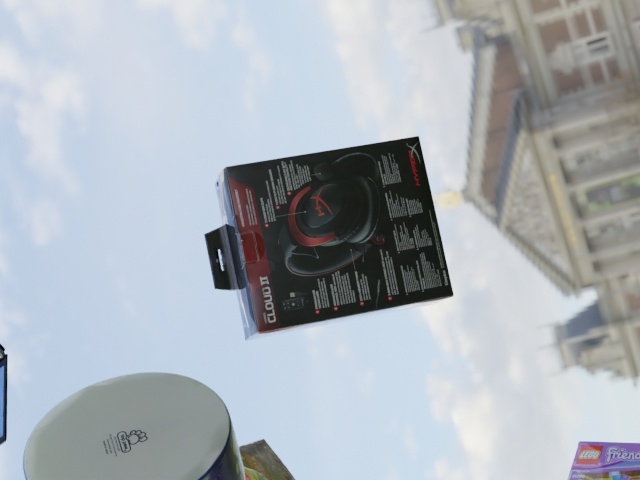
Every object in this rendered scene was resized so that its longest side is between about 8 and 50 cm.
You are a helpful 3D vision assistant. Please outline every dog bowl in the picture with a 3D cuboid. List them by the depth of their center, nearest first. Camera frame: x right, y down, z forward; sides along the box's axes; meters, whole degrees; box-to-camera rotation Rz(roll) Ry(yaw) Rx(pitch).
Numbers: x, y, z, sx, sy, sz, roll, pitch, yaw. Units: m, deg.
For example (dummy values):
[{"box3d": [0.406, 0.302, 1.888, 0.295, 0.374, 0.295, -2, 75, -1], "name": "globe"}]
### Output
[{"box3d": [-0.231, 0.284, 1.629, 0.265, 0.265, 0.104, -80, -15, -55], "name": "dog bowl"}]

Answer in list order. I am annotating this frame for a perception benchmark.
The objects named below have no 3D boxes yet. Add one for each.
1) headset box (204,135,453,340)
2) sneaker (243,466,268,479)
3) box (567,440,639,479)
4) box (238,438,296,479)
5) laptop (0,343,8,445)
[{"box3d": [0.000, 0.000, 1.686, 0.110, 0.293, 0.218, 140, 118, -75], "name": "headset box"}, {"box3d": [-0.102, 0.403, 1.852, 0.094, 0.081, 0.208, 51, -172, -46], "name": "sneaker"}, {"box3d": [0.515, 0.407, 2.006, 0.057, 0.293, 0.201, 58, -136, -34], "name": "box"}, {"box3d": [-0.093, 0.532, 2.239, 0.343, 0.179, 0.312, 51, -176, 10], "name": "box"}, {"box3d": [-0.624, 0.233, 2.095, 0.264, 0.234, 0.136, 49, -146, -10], "name": "laptop"}]
